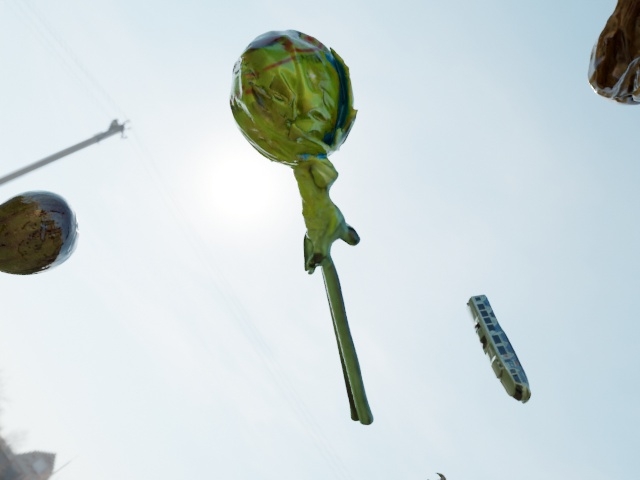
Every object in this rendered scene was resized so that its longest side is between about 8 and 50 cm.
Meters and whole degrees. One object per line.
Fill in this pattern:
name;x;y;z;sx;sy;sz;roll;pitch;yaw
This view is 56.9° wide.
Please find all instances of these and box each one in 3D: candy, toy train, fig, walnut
candy;0.003;0.000;0.378;0.073;0.077;0.261;12;-63;63
toy train;0.307;0.187;1.027;0.043;0.047;0.207;94;-15;-46
fig;-0.393;-0.006;0.760;0.103;0.155;0.109;-172;-107;-67
walnut;0.423;-0.250;0.704;0.211;0.087;0.167;-67;-158;6

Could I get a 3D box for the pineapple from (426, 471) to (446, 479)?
pineapple;0.154;0.373;0.776;0.079;0.135;0.233;48;-37;-19
